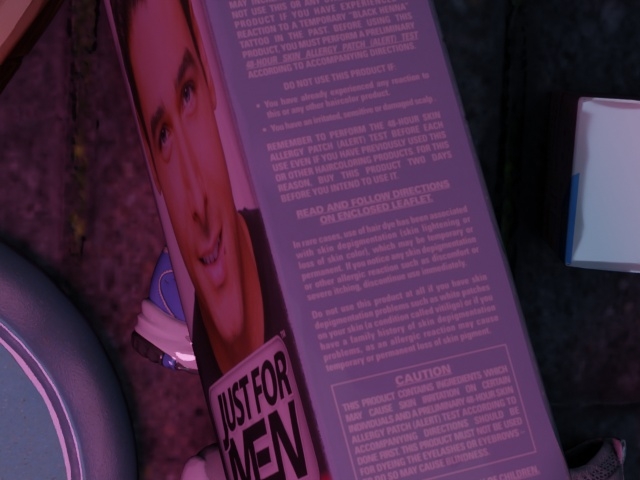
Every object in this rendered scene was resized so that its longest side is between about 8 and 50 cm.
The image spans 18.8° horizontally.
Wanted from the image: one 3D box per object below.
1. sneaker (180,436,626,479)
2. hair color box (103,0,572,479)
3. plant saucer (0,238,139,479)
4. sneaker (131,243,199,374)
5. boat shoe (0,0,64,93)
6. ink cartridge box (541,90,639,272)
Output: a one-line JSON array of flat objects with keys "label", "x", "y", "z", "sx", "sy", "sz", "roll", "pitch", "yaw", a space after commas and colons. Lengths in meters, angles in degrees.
[{"label": "sneaker", "x": 0.051, "y": 0.137, "z": 1.078, "sx": 0.281, "sy": 0.105, "sz": 0.115, "roll": 13, "pitch": 83, "yaw": -29}, {"label": "hair color box", "x": 0.000, "y": 0.000, "z": 0.925, "sx": 0.113, "sy": 0.185, "sz": 0.374, "roll": -11, "pitch": 80, "yaw": -18}, {"label": "plant saucer", "x": -0.246, "y": 0.134, "z": 0.990, "sx": 0.317, "sy": 0.043, "sz": 0.318, "roll": 0, "pitch": 92, "yaw": -17}, {"label": "sneaker", "x": 0.007, "y": 0.040, "z": 1.050, "sx": 0.211, "sy": 0.080, "sz": 0.081, "roll": 9, "pitch": 96, "yaw": -19}, {"label": "boat shoe", "x": -0.179, "y": -0.159, "z": 0.956, "sx": 0.123, "sy": 0.123, "sz": 0.342, "roll": 33, "pitch": 85, "yaw": -6}, {"label": "ink cartridge box", "x": 0.174, "y": -0.034, "z": 1.069, "sx": 0.090, "sy": 0.143, "sz": 0.092, "roll": 4, "pitch": 96, "yaw": 0}]
